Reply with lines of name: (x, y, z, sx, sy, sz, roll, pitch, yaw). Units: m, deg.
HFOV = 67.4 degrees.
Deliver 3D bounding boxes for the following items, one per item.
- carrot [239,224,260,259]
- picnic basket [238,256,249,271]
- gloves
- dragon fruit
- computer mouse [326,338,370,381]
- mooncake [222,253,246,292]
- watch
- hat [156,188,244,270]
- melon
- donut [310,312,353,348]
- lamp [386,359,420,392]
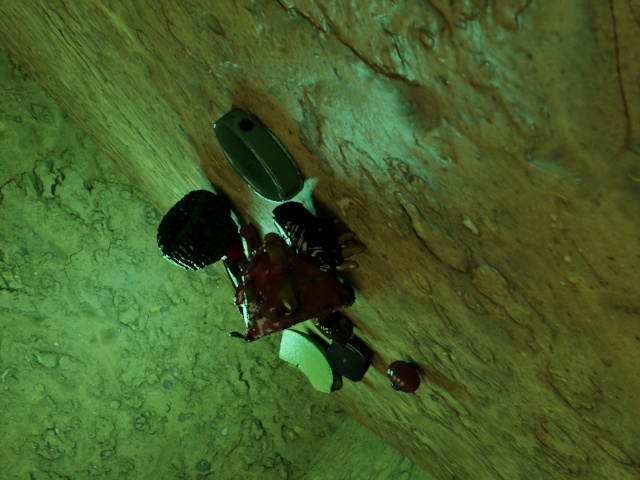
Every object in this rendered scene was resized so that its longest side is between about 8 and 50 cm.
carrot: (-0.249, 0.015, 1.733, 0.067, 0.067, 0.225, 40, 160, 16)
picnic basket: (-0.231, 0.138, 1.859, 0.178, 0.128, 0.138, 39, 166, 51)
gloves: (0.000, 0.000, 1.076, 0.203, 0.124, 0.164, 44, -175, 22)
dragon fruit: (-0.101, 0.107, 1.316, 0.296, 0.314, 0.263, -28, 78, 45)
computer mouse: (0.116, 0.435, 1.831, 0.168, 0.087, 0.295, 36, 148, 17)
mooncake: (-0.332, 0.130, 2.044, 0.228, 0.124, 0.228, 58, 165, 25)
watch: (-0.135, -0.177, 1.052, 0.237, 0.068, 0.195, 48, 160, 4)
hat: (-0.386, -0.003, 1.707, 0.242, 0.274, 0.332, 44, -177, 40)
melon: (-0.028, 0.599, 2.327, 0.343, 0.226, 0.331, 18, 138, 30)
donut: (0.016, 0.256, 1.644, 0.217, 0.085, 0.141, 49, 162, -10)
lamp: (0.250, 0.409, 1.444, 0.107, 0.092, 0.107, 40, 163, 15)
